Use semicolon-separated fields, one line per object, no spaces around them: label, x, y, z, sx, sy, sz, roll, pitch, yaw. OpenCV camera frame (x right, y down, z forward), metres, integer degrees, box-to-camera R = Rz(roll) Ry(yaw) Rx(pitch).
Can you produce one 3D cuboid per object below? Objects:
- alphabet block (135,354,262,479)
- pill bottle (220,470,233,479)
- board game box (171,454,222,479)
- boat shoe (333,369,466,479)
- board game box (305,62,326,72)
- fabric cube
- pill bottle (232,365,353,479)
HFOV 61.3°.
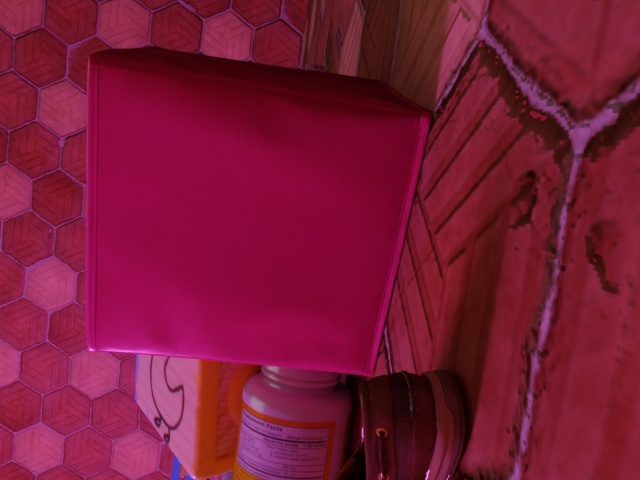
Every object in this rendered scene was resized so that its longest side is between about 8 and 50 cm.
alphabet block;-0.111;0.149;0.694;0.197;0.193;0.192;19;108;51
pill bottle;-0.164;0.576;1.249;0.246;0.136;0.136;-94;13;-57
board game box;-0.236;0.486;1.427;0.302;0.086;0.308;15;-100;-56
boat shoe;0.035;0.153;0.328;0.064;0.060;0.178;-100;18;-67
board game box;-0.024;-0.246;1.237;0.305;0.053;0.193;-91;10;-47
fabric cube;-0.067;-0.047;0.551;0.259;0.258;0.254;-101;19;-68
pill bottle;-0.030;0.215;0.567;0.117;0.117;0.215;-150;67;-83
